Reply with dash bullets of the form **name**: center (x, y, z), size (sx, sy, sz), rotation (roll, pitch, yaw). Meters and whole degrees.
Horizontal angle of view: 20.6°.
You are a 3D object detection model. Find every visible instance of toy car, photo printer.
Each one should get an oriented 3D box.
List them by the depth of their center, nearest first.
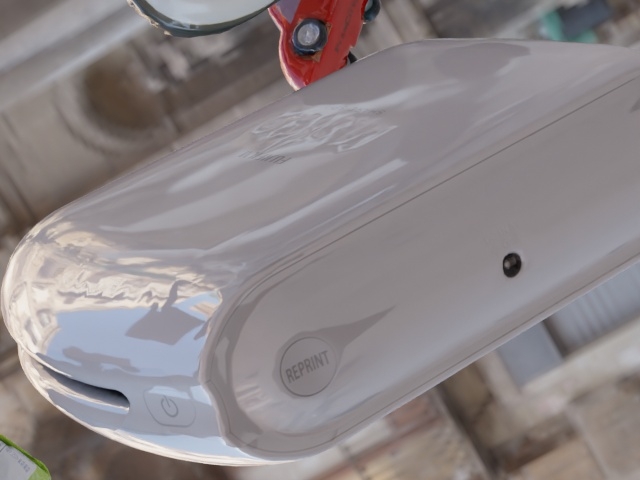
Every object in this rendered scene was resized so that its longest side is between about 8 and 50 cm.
- **photo printer**: center (0.000, 0.000, 0.877), size (0.256, 0.308, 0.107), rotation (14, 128, 59)
- **toy car**: center (0.036, -0.219, 1.090), size (0.225, 0.053, 0.239), rotation (-31, -48, -55)

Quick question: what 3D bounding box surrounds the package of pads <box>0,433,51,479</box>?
- **package of pads**: center (-0.246, 0.197, 0.790), size (0.101, 0.229, 0.296), rotation (36, -167, -1)

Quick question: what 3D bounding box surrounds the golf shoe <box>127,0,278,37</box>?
- **golf shoe**: center (0.013, -0.184, 0.629), size (0.105, 0.273, 0.120), rotation (38, -168, -14)
